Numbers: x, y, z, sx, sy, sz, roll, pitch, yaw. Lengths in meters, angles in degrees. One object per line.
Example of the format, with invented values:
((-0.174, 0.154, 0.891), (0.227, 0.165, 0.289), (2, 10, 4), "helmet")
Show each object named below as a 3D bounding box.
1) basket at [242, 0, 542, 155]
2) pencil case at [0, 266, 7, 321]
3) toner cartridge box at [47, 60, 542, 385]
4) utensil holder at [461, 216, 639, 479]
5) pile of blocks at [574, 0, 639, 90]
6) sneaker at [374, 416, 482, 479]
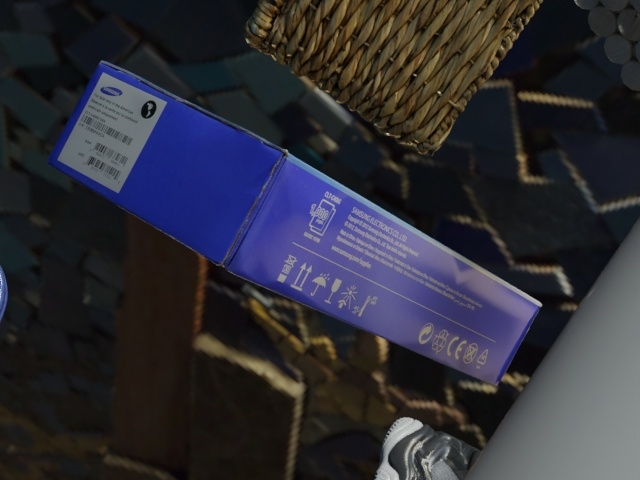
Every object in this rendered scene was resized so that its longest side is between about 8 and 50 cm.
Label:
((0.079, -0.273, 1.227), (0.299, 0.223, 0.213), (-55, 20, 12), "basket")
((-0.338, 0.113, 0.986), (0.306, 0.119, 0.133), (-53, 4, 42), "pencil case")
((0.000, 0.000, 0.860), (0.165, 0.348, 0.075), (30, 92, 36), "toner cartridge box")
((0.217, 0.169, 0.594), (0.385, 0.327, 0.327), (-52, 12, -19), "utensil holder")
((0.267, -0.128, 0.805), (0.112, 0.362, 0.149), (-35, -5, -37), "pile of blocks")
((0.118, 0.285, 1.205), (0.101, 0.153, 0.269), (87, -166, -44), "sneaker")
